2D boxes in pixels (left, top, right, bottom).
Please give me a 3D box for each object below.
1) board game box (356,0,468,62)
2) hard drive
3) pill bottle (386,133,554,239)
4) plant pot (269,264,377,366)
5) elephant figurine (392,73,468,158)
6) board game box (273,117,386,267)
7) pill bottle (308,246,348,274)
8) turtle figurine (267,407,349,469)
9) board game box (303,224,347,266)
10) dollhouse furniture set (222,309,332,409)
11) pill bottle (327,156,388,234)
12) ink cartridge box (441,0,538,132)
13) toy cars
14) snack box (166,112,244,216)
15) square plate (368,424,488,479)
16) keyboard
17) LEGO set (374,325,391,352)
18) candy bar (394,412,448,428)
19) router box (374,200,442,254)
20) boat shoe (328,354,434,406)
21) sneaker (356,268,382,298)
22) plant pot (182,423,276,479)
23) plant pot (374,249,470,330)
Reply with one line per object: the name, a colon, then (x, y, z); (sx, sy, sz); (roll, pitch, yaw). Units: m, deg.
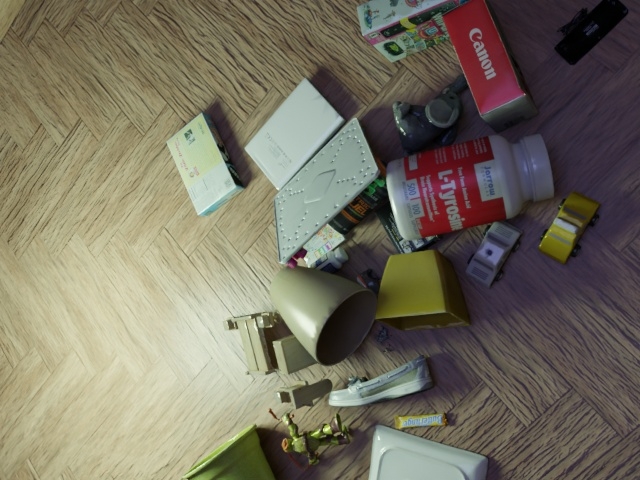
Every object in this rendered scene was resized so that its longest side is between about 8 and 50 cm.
board game box: (0.290, -0.643, 1.764); (0.303, 0.224, 0.098); (-16, 78, 26)
hard drive: (-0.088, -0.350, 2.043); (0.319, 0.040, 0.210); (-46, 68, 18)
pill bottle: (0.397, -0.150, 1.654); (0.407, 0.229, 0.229); (-13, 80, 15)
plant pot: (-0.017, 0.190, 1.829); (0.274, 0.256, 0.257); (32, 101, 34)
elephant figurine: (0.338, -0.356, 1.770); (0.239, 0.169, 0.186); (-13, 110, 11)
board game box: (0.013, -0.149, 1.842); (0.390, 0.050, 0.390); (-43, 28, 19)
pill bottle: (0.027, 0.074, 1.938); (0.120, 0.067, 0.067); (-37, 71, 21)
turtle figurine: (-0.034, 0.596, 1.871); (0.217, 0.087, 0.270); (-21, 112, 10)
board game box: (0.000, 0.000, 1.980); (0.154, 0.026, 0.103); (-39, 71, 20)
dollhouse furniture set: (-0.138, 0.374, 2.018); (0.355, 0.173, 0.304); (-15, 89, 54)
pill bottle: (0.115, -0.141, 1.872); (0.245, 0.130, 0.130); (-44, 69, 18)
ink cartridge box: (0.446, -0.478, 1.644); (0.130, 0.271, 0.310); (-24, 75, 24)
toy cars: (0.559, -0.001, 1.655); (0.393, 0.087, 0.177); (-22, 76, 25)
snack box: (-0.414, -0.271, 2.196); (0.187, 0.060, 0.322); (-33, 72, 21)
square plate: (0.283, 0.746, 1.768); (0.343, 0.049, 0.348); (9, 90, 27)
keyboard: (0.716, -0.573, 1.653); (0.100, 0.038, 0.192); (45, 107, -2)
LEGO set: (0.190, 0.299, 1.861); (0.054, 0.023, 0.083); (-33, 72, 21)
candy bar: (0.293, 0.525, 1.795); (0.161, 0.018, 0.040); (-12, 81, 27)
router box: (0.261, -0.049, 1.837); (0.133, 0.046, 0.179); (-34, 72, 22)
boat shoe: (0.171, 0.424, 1.817); (0.320, 0.118, 0.103); (-19, 72, 21)
sneaker: (0.176, 0.148, 1.861); (0.065, 0.061, 0.158); (-44, 69, 11)
plant pot: (-0.251, 0.767, 1.945); (0.276, 0.276, 0.254); (-38, 82, 20)
plant pot: (0.286, 0.139, 1.733); (0.212, 0.212, 0.187); (-9, 69, 27)
